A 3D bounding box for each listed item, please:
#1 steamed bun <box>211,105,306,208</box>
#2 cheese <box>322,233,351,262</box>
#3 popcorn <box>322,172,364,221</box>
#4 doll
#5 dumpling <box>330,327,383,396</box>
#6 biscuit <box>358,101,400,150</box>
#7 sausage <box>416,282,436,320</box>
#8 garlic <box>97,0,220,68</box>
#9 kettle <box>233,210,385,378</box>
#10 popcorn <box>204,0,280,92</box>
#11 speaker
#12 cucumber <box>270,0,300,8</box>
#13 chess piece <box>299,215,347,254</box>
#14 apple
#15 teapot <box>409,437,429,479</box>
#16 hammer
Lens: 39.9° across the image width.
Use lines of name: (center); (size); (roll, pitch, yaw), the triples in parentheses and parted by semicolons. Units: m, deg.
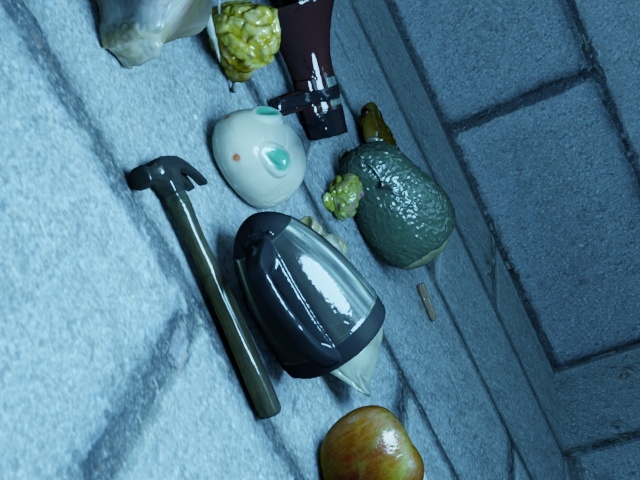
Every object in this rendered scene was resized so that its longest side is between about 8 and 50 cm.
steamed bun: (-0.104, -0.160, 1.644); (0.228, 0.130, 0.177); (38, 37, -59)
cheese: (-0.002, 0.025, 1.781); (0.047, 0.092, 0.171); (49, 6, 36)
popcorn: (0.057, -0.108, 2.075); (0.089, 0.109, 0.097); (33, -15, 2)
doll: (0.182, -0.099, 2.220); (0.349, 0.247, 0.247); (50, 25, -20)
dumpling: (0.055, 0.182, 1.711); (0.162, 0.132, 0.250); (-4, 74, -66)
biscuit: (0.181, -0.261, 2.579); (0.296, 0.075, 0.296); (59, 16, -29)
sausage: (0.307, 0.178, 2.540); (0.116, 0.026, 0.026); (68, 19, -3)
garlic: (-0.226, -0.437, 1.460); (0.246, 0.231, 0.340); (65, 25, -3)
kettle: (-0.054, 0.080, 1.470); (0.271, 0.207, 0.251); (56, 45, -16)
popcorn: (-0.150, -0.401, 1.718); (0.163, 0.140, 0.194); (63, -14, 6)
speaker: (-0.025, -0.396, 2.035); (0.259, 0.198, 0.330); (-63, 139, -81)
cucumber: (-0.117, -0.635, 2.181); (0.300, 0.072, 0.072); (34, 39, -59)
chess piece: (0.000, 0.000, 1.860); (0.122, 0.066, 0.066); (42, 32, -43)
apple: (0.091, 0.390, 1.533); (0.195, 0.173, 0.160); (59, 19, -15)
teapot: (0.174, 0.498, 1.738); (0.246, 0.116, 0.159); (58, 9, -21)
hammer: (-0.165, 0.075, 1.375); (0.440, 0.044, 0.168); (68, 21, -5)
